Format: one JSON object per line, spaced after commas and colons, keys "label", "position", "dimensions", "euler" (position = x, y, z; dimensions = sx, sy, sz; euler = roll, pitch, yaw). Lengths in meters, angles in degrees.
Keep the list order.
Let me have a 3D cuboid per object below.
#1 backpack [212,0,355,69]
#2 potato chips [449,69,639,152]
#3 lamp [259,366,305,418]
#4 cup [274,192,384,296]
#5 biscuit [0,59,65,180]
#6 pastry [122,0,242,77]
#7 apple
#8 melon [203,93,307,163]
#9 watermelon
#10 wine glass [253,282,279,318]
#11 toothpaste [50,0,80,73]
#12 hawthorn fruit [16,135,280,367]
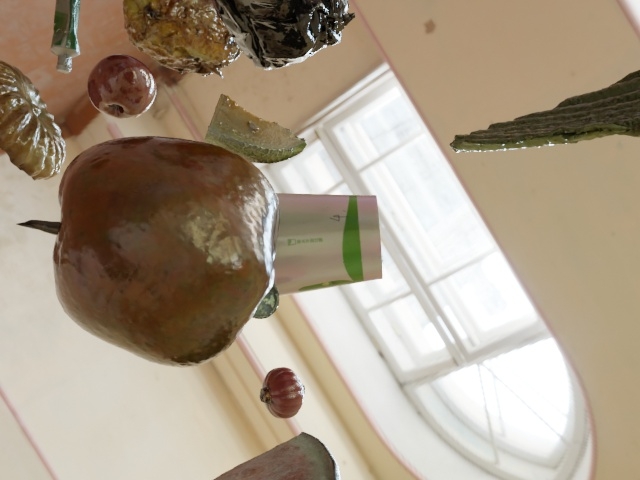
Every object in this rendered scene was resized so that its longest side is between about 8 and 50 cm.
{"label": "backpack", "position": [-0.093, -0.506, 1.105], "dimensions": [0.254, 0.364, 0.445], "euler": [-19, 165, 8]}
{"label": "potato chips", "position": [0.450, -0.221, 1.219], "dimensions": [0.429, 0.070, 0.358], "euler": [-6, -162, 42]}
{"label": "lamp", "position": [-0.079, 0.316, 1.430], "dimensions": [0.092, 0.108, 0.107], "euler": [-1, 166, -28]}
{"label": "cup", "position": [0.000, 0.000, 1.522], "dimensions": [0.273, 0.253, 0.253], "euler": [-5, -177, 3]}
{"label": "biscuit", "position": [-0.720, -0.299, 1.650], "dimensions": [0.107, 0.326, 0.326], "euler": [-29, -179, 2]}
{"label": "pastry", "position": [-0.367, -0.634, 1.939], "dimensions": [0.292, 0.337, 0.405], "euler": [-35, -145, 22]}
{"label": "apple", "position": [-0.457, -0.346, 1.579], "dimensions": [0.153, 0.120, 0.153], "euler": [2, 154, 1]}
{"label": "melon", "position": [-0.117, -0.186, 1.254], "dimensions": [0.054, 0.182, 0.098], "euler": [-37, -150, 63]}
{"label": "watermelon", "position": [-0.086, 0.417, 0.954], "dimensions": [0.292, 0.283, 0.250], "euler": [15, -174, 26]}
{"label": "wine glass", "position": [-0.149, 0.111, 1.292], "dimensions": [0.079, 0.079, 0.195], "euler": [-32, -171, -26]}
{"label": "toothpaste", "position": [-0.422, -0.405, 1.154], "dimensions": [0.046, 0.248, 0.078], "euler": [4, 177, -26]}
{"label": "hawthorn fruit", "position": [-0.201, 0.000, 0.819], "dimensions": [0.267, 0.300, 0.268], "euler": [-164, -90, -73]}
